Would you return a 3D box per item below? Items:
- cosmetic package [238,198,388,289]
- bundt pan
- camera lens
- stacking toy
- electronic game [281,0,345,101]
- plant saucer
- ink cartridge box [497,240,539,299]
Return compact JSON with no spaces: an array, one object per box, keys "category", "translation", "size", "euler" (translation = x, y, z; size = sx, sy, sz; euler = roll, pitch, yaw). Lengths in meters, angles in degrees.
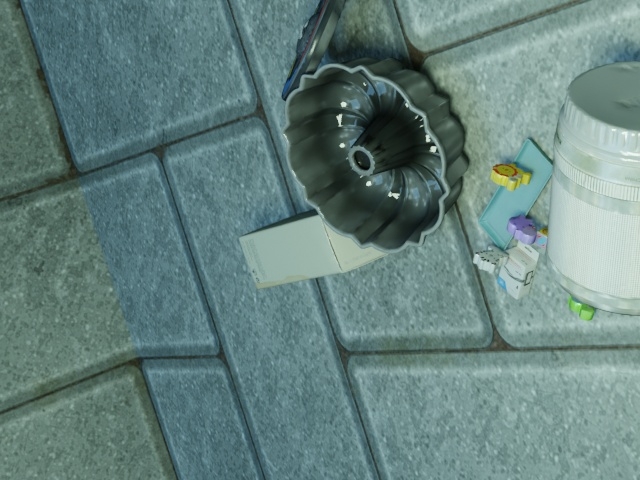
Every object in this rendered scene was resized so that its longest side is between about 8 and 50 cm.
[{"category":"cosmetic package","translation":[0.000,0.000,2.390],"size":[0.309,0.160,0.113],"euler":[-12,99,60]},{"category":"bundt pan","translation":[0.100,-0.151,2.132],"size":[0.330,0.124,0.331],"euler":[22,129,30]},{"category":"camera lens","translation":[0.400,-0.060,1.664],"size":[0.219,0.219,0.274],"euler":[35,138,43]},{"category":"stacking toy","translation":[0.329,0.004,1.949],"size":[0.221,0.052,0.167],"euler":[33,130,32]},{"category":"electronic game","translation":[-0.013,-0.336,2.195],"size":[0.048,0.229,0.229],"euler":[24,143,-7]},{"category":"plant saucer","translation":[0.300,-0.069,2.009],"size":[0.067,0.018,0.192],"euler":[52,142,25]},{"category":"ink cartridge box","translation":[0.308,0.044,2.061],"size":[0.048,0.028,0.083],"euler":[42,139,36]}]
